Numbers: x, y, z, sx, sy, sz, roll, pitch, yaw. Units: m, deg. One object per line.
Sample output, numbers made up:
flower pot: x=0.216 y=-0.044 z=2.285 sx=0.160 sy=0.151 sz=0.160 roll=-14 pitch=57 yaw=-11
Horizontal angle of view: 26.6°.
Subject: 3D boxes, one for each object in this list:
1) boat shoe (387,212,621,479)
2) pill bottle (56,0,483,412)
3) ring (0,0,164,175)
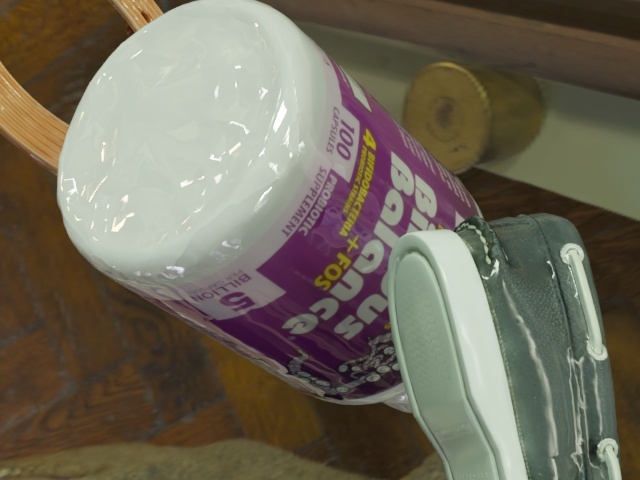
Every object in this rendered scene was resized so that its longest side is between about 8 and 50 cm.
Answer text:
boat shoe: x=0.112 y=0.135 z=0.639 sx=0.091 sy=0.114 sz=0.302 roll=-11 pitch=90 yaw=-18
pill bottle: x=0.000 y=0.000 z=0.813 sx=0.169 sy=0.301 sz=0.169 roll=-17 pitch=58 yaw=28
ring: x=-0.234 y=-0.175 z=1.242 sx=0.032 sy=0.336 sz=0.336 roll=-36 pitch=78 yaw=30
